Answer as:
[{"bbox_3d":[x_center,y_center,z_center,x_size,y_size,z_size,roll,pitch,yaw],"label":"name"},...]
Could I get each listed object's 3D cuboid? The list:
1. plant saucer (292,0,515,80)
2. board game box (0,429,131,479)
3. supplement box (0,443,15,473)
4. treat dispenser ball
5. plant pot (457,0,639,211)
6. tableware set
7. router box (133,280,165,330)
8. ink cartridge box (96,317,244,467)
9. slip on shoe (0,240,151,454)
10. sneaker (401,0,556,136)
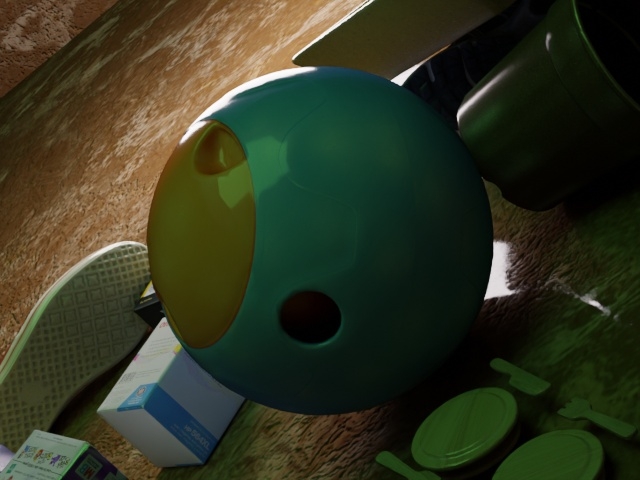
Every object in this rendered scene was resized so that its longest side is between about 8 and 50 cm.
[{"bbox_3d":[0.168,-0.274,1.640,0.333,0.081,0.333,-41,7,-26],"label":"plant saucer"},{"bbox_3d":[-0.266,0.323,1.507,0.275,0.142,0.144,-52,21,-19],"label":"board game box"},{"bbox_3d":[-0.473,0.316,1.616,0.356,0.194,0.195,-59,-13,13],"label":"supplement box"},{"bbox_3d":[0.000,0.000,1.411,0.288,0.288,0.288,-38,22,18],"label":"treat dispenser ball"},{"bbox_3d":[0.214,-0.116,1.430,0.165,0.167,0.167,-39,20,38],"label":"plant pot"},{"bbox_3d":[0.136,0.160,1.217,0.128,0.039,0.194,-38,25,-14],"label":"tableware set"},{"bbox_3d":[-0.117,0.024,1.915,0.179,0.046,0.133,-22,31,45],"label":"router box"},{"bbox_3d":[-0.130,0.138,1.669,0.092,0.090,0.143,-13,36,53],"label":"ink cartridge box"},{"bbox_3d":[-0.308,0.134,1.980,0.331,0.123,0.101,-52,18,-6],"label":"slip on shoe"},{"bbox_3d":[0.184,-0.177,1.690,0.283,0.110,0.122,-37,10,2],"label":"sneaker"}]
